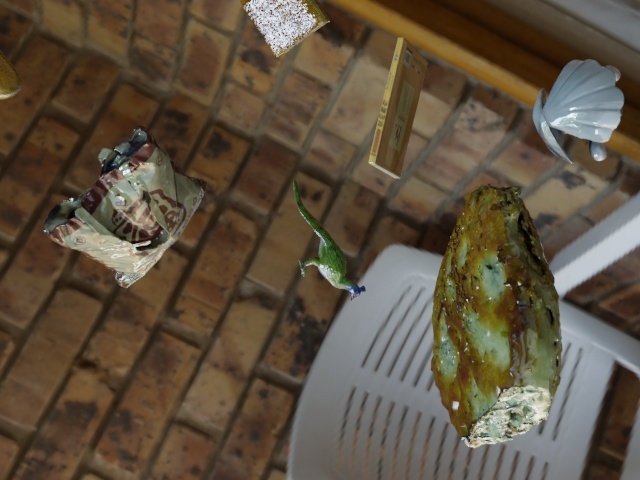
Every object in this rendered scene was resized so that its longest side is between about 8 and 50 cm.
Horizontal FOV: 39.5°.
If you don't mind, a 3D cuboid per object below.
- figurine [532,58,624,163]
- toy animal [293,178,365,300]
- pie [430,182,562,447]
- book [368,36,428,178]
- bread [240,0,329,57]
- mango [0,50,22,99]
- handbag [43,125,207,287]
[{"bbox_3d":[0.249,-0.120,0.842,0.086,0.095,0.082,-25,-16,25],"label":"figurine"},{"bbox_3d":[-0.014,0.010,1.439,0.075,0.217,0.041,-32,-4,-6],"label":"toy animal"},{"bbox_3d":[0.212,0.093,1.123,0.355,0.102,0.289,104,165,-54],"label":"pie"},{"bbox_3d":[0.108,-0.177,1.215,0.118,0.012,0.172,16,-92,-66],"label":"book"},{"bbox_3d":[-0.048,-0.314,1.218,0.090,0.094,0.035,-31,7,32],"label":"bread"},{"bbox_3d":[-0.472,-0.254,1.158,0.084,0.184,0.102,-30,17,27],"label":"mango"},{"bbox_3d":[-0.276,-0.042,1.320,0.213,0.127,0.235,-49,-22,-3],"label":"handbag"}]
